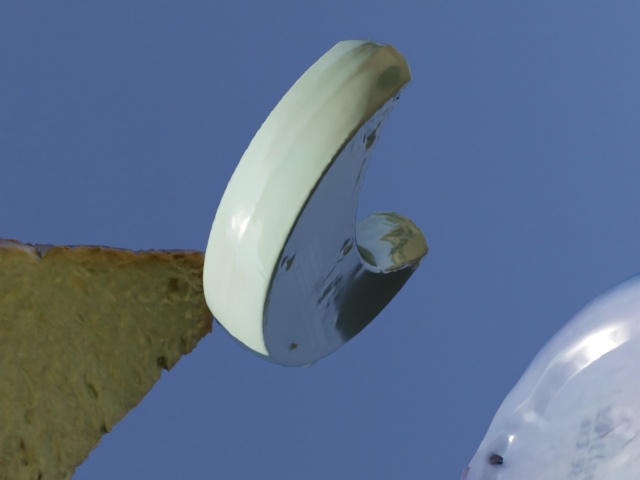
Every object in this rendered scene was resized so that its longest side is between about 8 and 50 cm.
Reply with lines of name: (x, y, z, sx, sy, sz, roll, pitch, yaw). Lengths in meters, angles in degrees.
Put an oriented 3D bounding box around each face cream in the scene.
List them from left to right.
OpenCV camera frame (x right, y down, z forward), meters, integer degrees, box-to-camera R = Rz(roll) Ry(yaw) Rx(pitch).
face cream: (0.231, 0.160, 0.967, 0.225, 0.249, 0.249, 37, -115, -19)

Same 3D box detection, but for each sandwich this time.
sandwich: (-0.204, 0.108, 1.040, 0.288, 0.099, 0.254, 8, -108, -33)

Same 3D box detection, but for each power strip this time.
power strip: (0.000, 0.000, 1.033, 0.054, 0.253, 0.167, 36, -112, 23)
